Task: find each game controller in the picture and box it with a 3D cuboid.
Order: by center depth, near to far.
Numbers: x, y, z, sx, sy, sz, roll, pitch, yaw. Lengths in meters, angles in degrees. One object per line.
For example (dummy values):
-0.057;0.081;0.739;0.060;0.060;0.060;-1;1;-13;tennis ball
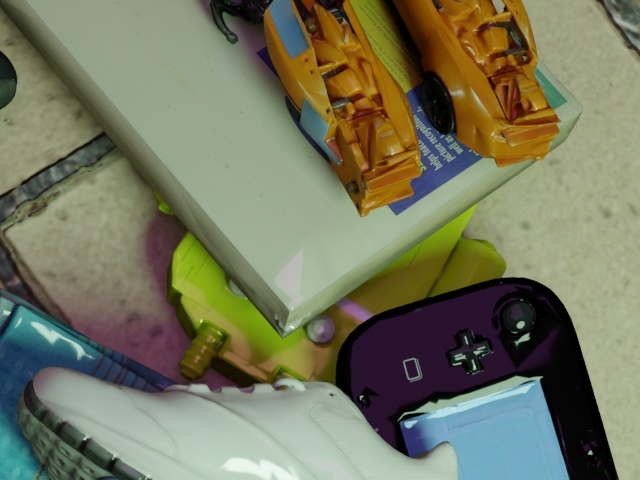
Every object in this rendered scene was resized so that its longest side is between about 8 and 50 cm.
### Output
0.121;0.190;1.291;0.166;0.067;0.319;-16;89;-15;game controller

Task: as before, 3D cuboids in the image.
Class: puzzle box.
-0.049;-0.158;1.351;0.272;0.052;0.409;-34;74;-23;puzzle box

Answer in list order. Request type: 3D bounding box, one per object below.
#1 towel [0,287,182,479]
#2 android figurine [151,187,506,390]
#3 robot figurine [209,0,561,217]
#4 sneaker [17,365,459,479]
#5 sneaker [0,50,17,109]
-0.166;0.251;1.230;0.271;0.040;0.370;30;70;-17;towel
0.000;0.000;1.358;0.248;0.056;0.273;33;70;0;android figurine
0.036;-0.168;1.293;0.211;0.085;0.291;-18;68;-19;robot figurine
-0.047;0.141;1.222;0.297;0.111;0.129;24;63;-12;sneaker
-0.316;-0.200;1.337;0.283;0.107;0.124;32;66;0;sneaker
